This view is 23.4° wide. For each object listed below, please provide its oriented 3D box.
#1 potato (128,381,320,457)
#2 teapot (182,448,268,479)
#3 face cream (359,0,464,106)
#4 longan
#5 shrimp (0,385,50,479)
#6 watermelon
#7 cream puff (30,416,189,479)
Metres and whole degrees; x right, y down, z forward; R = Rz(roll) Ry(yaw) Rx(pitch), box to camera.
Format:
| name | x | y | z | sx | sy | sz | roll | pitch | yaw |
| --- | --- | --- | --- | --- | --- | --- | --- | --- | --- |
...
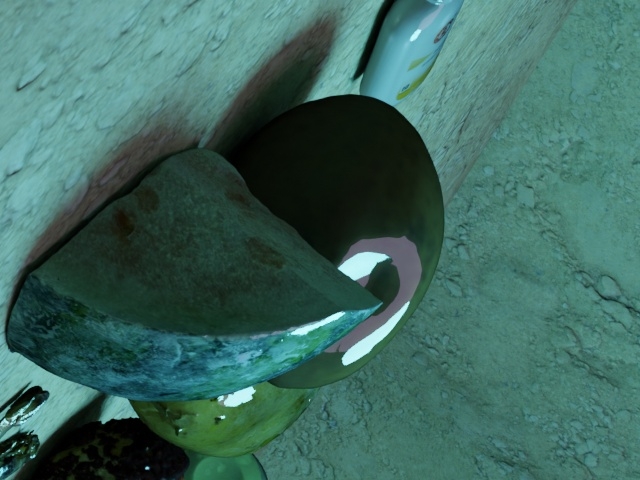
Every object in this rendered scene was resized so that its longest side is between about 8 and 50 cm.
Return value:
| name | x | y | z | sx | sy | sz | roll | pitch | yaw |
| --- | --- | --- | --- | --- | --- | --- | --- | --- | --- |
| potato | -0.117 | 0.151 | 1.993 | 0.270 | 0.219 | 0.359 | -53 | 166 | 1 |
| teapot | -0.165 | 0.396 | 2.590 | 0.321 | 0.239 | 0.239 | -52 | 177 | -30 |
| face cream | 0.127 | -0.280 | 1.943 | 0.144 | 0.071 | 0.291 | -46 | 170 | -29 |
| longan | 0.000 | 0.000 | 1.781 | 0.288 | 0.288 | 0.350 | -16 | 126 | -75 |
| shrimp | -0.341 | 0.216 | 1.746 | 0.148 | 0.035 | 0.195 | -56 | 169 | 17 |
| watermelon | -0.131 | 0.028 | 1.574 | 0.387 | 0.258 | 0.228 | 4 | 158 | -26 |
| cream puff | -0.289 | 0.336 | 2.047 | 0.239 | 0.165 | 0.239 | -52 | 175 | -7 |
